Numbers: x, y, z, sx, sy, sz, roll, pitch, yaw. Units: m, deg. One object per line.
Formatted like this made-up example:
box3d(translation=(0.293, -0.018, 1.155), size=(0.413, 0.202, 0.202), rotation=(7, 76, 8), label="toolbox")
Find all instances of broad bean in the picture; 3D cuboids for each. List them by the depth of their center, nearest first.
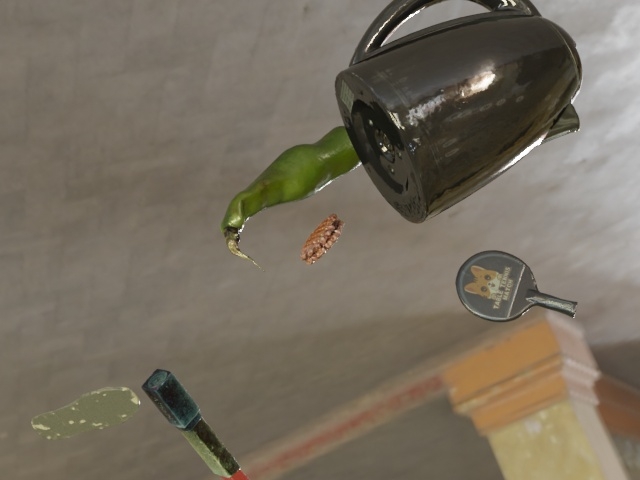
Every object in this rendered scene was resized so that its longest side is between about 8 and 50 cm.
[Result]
box3d(translation=(-0.033, -0.072, 1.536), size=(0.318, 0.098, 0.056), rotation=(-49, 169, -39), label="broad bean")

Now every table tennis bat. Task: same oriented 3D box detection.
box3d(translation=(0.377, 0.100, 2.223), size=(0.236, 0.150, 0.027), rotation=(17, 155, 10), label="table tennis bat")

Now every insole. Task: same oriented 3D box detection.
box3d(translation=(-0.411, 0.304, 2.022), size=(0.248, 0.011, 0.081), rotation=(-21, 119, 30), label="insole")

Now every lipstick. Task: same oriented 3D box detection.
box3d(translation=(-0.222, 0.365, 2.143), size=(0.051, 0.051, 0.312), rotation=(2, 133, 45), label="lipstick")

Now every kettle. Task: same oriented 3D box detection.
box3d(translation=(0.174, -0.203, 1.429), size=(0.290, 0.268, 0.207), rotation=(-30, 169, -11), label="kettle")

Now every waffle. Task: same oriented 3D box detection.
box3d(translation=(0.000, 0.000, 1.685), size=(0.083, 0.029, 0.075), rotation=(-43, -167, 26), label="waffle")
